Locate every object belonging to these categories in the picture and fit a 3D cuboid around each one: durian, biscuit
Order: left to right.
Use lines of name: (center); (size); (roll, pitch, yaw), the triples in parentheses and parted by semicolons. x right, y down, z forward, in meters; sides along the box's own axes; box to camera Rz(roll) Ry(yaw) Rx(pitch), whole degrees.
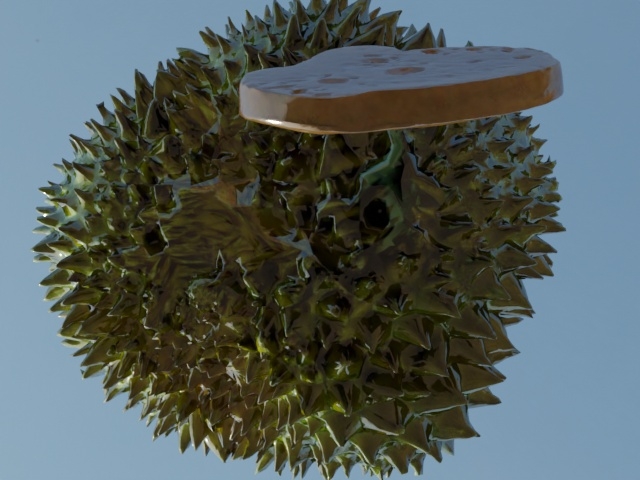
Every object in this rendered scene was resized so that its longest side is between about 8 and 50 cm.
durian: (0.002, 0.000, 0.896); (0.291, 0.224, 0.291); (5, -105, -18)
biscuit: (0.032, -0.065, 0.726); (0.140, 0.118, 0.023); (-8, -74, -15)
